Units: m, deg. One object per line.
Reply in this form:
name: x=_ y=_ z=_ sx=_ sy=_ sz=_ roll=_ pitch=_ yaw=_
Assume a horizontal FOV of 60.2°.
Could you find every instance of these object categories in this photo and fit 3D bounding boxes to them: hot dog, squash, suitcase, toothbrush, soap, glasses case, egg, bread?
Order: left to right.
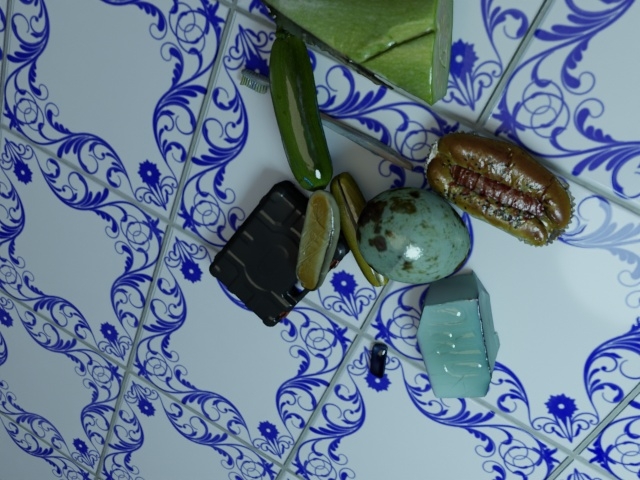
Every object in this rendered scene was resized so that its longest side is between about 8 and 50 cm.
suitcase: x=-0.089 y=0.033 z=1.163 sx=0.206 sy=0.066 sz=0.285 roll=43 pitch=120 yaw=0
squash: x=-0.042 y=-0.245 z=0.982 sx=0.087 sy=0.087 sz=0.332 roll=-5 pitch=104 yaw=23
bread: x=0.000 y=0.001 z=1.046 sx=0.073 sy=0.053 sz=0.214 roll=25 pitch=122 yaw=23
toothbrush: x=0.009 y=-0.226 z=1.033 sx=0.375 sy=0.028 sz=0.037 roll=29 pitch=125 yaw=8
squash: x=0.038 y=-0.325 z=0.860 sx=0.308 sy=0.233 sz=0.210 roll=6 pitch=112 yaw=17
glasses case: x=0.078 y=-0.019 z=1.067 sx=0.064 sy=0.079 sz=0.234 roll=-19 pitch=104 yaw=17
glasses case: x=0.126 y=0.264 z=1.203 sx=0.033 sy=0.023 sz=0.083 roll=11 pitch=115 yaw=15
egg: x=0.169 y=-0.006 z=0.976 sx=0.231 sy=0.169 sz=0.169 roll=14 pitch=125 yaw=-28
soap: x=0.266 y=0.186 z=1.077 sx=0.145 sy=0.091 sz=0.231 roll=-11 pitch=109 yaw=25
hot dog: x=0.306 y=-0.094 z=0.948 sx=0.268 sy=0.075 sz=0.144 roll=31 pitch=122 yaw=9
